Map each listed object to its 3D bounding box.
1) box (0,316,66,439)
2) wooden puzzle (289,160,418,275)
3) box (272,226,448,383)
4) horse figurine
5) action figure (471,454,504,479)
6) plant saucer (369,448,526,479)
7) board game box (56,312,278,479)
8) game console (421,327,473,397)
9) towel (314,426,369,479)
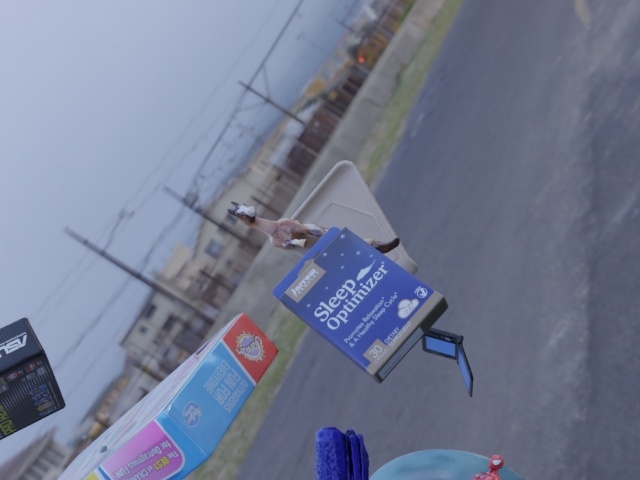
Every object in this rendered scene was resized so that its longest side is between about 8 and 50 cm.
[{"bbox_3d":[-0.478,0.222,1.451,0.216,0.060,0.270,-27,-19,-18],"label":"box"},{"bbox_3d":[0.059,0.005,1.883,0.044,0.238,0.221,-20,-19,-41],"label":"wooden puzzle"},{"bbox_3d":[0.042,0.072,1.377,0.136,0.225,0.036,-48,-37,-9],"label":"box"},{"bbox_3d":[0.000,0.000,1.660,0.174,0.263,0.066,9,87,52],"label":"horse figurine"},{"bbox_3d":[0.124,0.232,0.897,0.115,0.030,0.038,-49,25,-21],"label":"action figure"},{"bbox_3d":[0.217,0.479,1.721,0.317,0.318,0.043,-56,7,33],"label":"plant saucer"},{"bbox_3d":[-0.204,0.236,1.137,0.316,0.064,0.242,-41,5,24],"label":"board game box"},{"bbox_3d":[0.216,0.207,1.773,0.122,0.107,0.071,76,-149,-65],"label":"game console"},{"bbox_3d":[0.042,0.431,1.460,0.227,0.076,0.308,68,-161,-66],"label":"towel"}]
